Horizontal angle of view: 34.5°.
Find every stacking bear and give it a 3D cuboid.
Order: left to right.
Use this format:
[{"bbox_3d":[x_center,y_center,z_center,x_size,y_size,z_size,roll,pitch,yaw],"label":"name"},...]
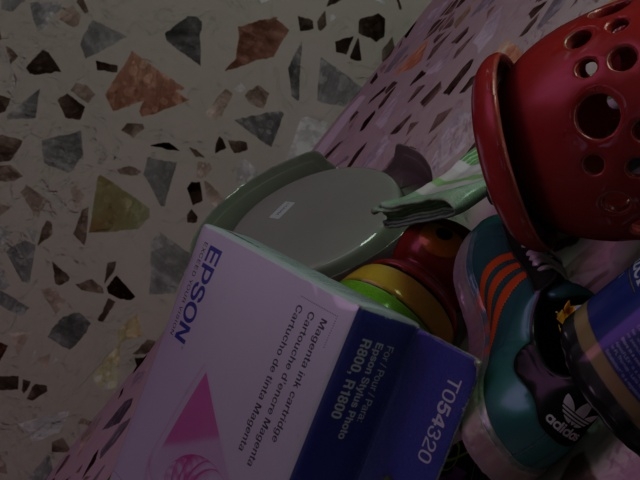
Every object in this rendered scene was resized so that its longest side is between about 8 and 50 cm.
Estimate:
[{"bbox_3d":[0.073,0.087,1.087,0.289,0.175,0.164,-45,-29,-27],"label":"stacking bear"}]

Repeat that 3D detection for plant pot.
[{"bbox_3d":[0.223,-0.088,0.824,0.174,0.191,0.191,-14,29,24],"label":"plant pot"}]

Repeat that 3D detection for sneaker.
[{"bbox_3d":[0.187,0.063,0.863,0.121,0.108,0.302,-43,23,32],"label":"sneaker"}]

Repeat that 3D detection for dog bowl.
[{"bbox_3d":[0.000,0.000,1.394,0.348,0.102,0.349,-17,30,10],"label":"dog bowl"}]

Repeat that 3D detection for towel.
[{"bbox_3d":[0.223,-0.111,1.102,0.324,0.038,0.248,-31,6,-14],"label":"towel"}]

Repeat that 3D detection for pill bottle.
[{"bbox_3d":[0.262,0.032,0.614,0.219,0.122,0.123,-45,14,26],"label":"pill bottle"}]

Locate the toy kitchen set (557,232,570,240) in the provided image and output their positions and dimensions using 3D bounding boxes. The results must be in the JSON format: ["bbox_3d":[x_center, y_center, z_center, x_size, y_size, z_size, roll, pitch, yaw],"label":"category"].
[{"bbox_3d":[0.236,-0.050,1.059,0.083,0.075,0.068,-29,24,51],"label":"toy kitchen set"}]

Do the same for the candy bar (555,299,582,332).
[{"bbox_3d":[0.245,0.050,0.723,0.161,0.018,0.040,-9,34,22],"label":"candy bar"}]

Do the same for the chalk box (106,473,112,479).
[{"bbox_3d":[-0.223,0.403,1.177,0.289,0.180,0.179,-50,12,13],"label":"chalk box"}]

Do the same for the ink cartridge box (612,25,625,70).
[{"bbox_3d":[0.410,-0.249,0.875,0.306,0.131,0.226,-30,24,56],"label":"ink cartridge box"}]

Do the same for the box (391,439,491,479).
[{"bbox_3d":[0.085,0.240,0.882,0.162,0.029,0.116,-43,14,39],"label":"box"}]

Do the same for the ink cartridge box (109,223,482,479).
[{"bbox_3d":[-0.052,0.184,0.890,0.330,0.071,0.324,25,95,49],"label":"ink cartridge box"}]
